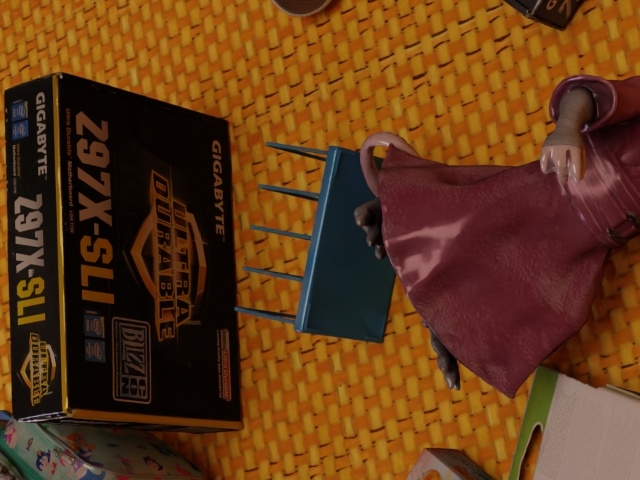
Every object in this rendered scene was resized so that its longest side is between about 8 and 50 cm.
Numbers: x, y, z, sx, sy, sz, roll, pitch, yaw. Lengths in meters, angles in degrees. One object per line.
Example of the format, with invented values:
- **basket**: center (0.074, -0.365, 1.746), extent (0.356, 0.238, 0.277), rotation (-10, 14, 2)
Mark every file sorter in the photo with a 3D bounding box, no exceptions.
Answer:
- **file sorter**: center (0.000, 0.000, 1.678), extent (0.104, 0.118, 0.170), rotation (10, 89, 41)

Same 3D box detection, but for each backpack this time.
- **backpack**: center (-0.257, 0.255, 1.761), extent (0.253, 0.225, 0.191), rotation (23, 93, 34)

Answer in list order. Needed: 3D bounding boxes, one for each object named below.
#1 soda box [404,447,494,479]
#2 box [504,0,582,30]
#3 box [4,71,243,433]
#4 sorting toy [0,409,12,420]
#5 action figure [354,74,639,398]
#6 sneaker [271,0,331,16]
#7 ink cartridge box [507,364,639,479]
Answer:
- **soda box**: center (0.085, 0.276, 1.606), extent (0.063, 0.058, 0.183), rotation (39, 107, 35)
- **box**: center (0.186, -0.389, 1.627), extent (0.293, 0.073, 0.295), rotation (44, 110, 34)
- **box**: center (-0.186, 0.021, 1.725), extent (0.079, 0.257, 0.322), rotation (-12, 76, 36)
- **sorting toy**: center (-0.405, 0.352, 1.968), extent (0.196, 0.047, 0.347), rotation (44, 109, 33)
- **action figure**: center (0.235, -0.034, 1.501), extent (0.370, 0.248, 0.275), rotation (-32, 24, 13)
- **sneaker**: center (-0.031, -0.368, 1.783), extent (0.106, 0.123, 0.290), rotation (-11, 96, 15)
- **ink cartridge box**: center (0.248, 0.215, 1.482), extent (0.255, 0.097, 0.188), rotation (-161, 84, -72)
